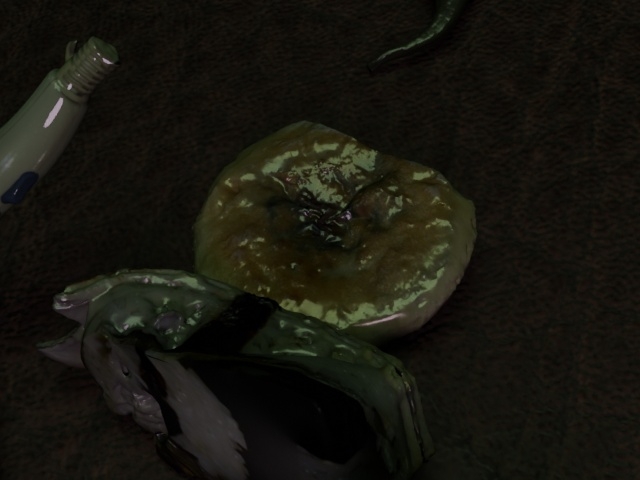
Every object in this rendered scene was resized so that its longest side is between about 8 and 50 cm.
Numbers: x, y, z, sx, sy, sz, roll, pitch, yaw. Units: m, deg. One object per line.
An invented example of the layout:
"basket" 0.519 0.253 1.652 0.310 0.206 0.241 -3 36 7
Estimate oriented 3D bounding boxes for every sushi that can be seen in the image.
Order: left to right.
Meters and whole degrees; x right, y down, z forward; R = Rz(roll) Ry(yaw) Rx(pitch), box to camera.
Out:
"sushi" -0.055 0.085 0.618 0.272 0.134 0.109 16 40 36

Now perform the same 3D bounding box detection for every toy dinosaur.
"toy dinosaur" 0.089 -0.242 0.914 0.179 0.087 0.187 -52 38 11

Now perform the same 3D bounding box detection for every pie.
"pie" 0.000 0.002 0.707 0.218 0.052 0.185 23 63 25

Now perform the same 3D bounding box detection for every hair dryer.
"hair dryer" -0.229 0.051 0.616 0.298 0.119 0.296 -21 69 31
